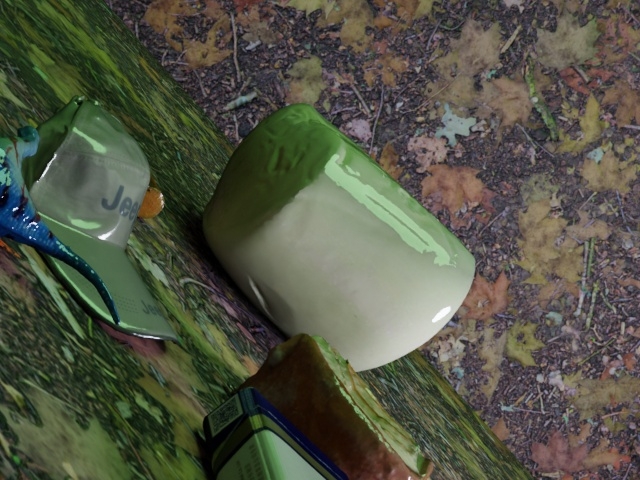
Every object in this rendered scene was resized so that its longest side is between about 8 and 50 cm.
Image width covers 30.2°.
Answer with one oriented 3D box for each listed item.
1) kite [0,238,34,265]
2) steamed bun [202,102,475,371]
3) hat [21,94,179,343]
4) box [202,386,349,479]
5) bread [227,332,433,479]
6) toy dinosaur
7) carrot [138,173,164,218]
[{"bbox_3d":[-0.331,-0.055,0.983,0.222,0.008,0.125,49,6,-1],"label":"kite"},{"bbox_3d":[0.000,0.000,1.798,0.371,0.290,0.456,42,5,-13],"label":"steamed bun"},{"bbox_3d":[-0.199,-0.021,1.202,0.244,0.149,0.214,39,3,15],"label":"hat"},{"bbox_3d":[-0.015,0.254,1.035,0.168,0.071,0.259,47,6,-26],"label":"box"},{"bbox_3d":[0.015,0.213,1.300,0.244,0.123,0.190,48,7,1],"label":"bread"},{"bbox_3d":[-0.286,-0.064,0.995,0.329,0.076,0.144,43,17,-25],"label":"toy dinosaur"},{"bbox_3d":[-0.248,-0.077,1.614,0.048,0.048,0.139,46,4,-31],"label":"carrot"}]
